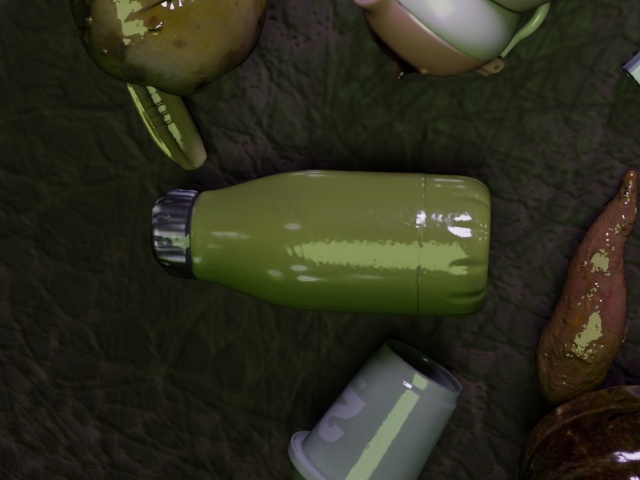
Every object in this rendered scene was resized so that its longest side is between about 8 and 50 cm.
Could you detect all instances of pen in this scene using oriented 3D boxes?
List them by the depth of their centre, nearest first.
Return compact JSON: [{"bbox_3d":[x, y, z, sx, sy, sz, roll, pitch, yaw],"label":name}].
[{"bbox_3d":[-0.155,-0.158,0.902,0.040,0.032,0.233,-18,106,38],"label":"pen"}]

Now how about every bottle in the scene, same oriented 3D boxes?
[{"bbox_3d":[0.121,-0.211,0.791,0.147,0.147,0.236,39,117,-7],"label":"bottle"},{"bbox_3d":[0.000,0.000,0.892,0.260,0.112,0.112,3,110,7],"label":"bottle"}]

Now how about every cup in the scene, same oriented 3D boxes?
[{"bbox_3d":[0.051,0.160,0.946,0.120,0.120,0.141,34,101,-5],"label":"cup"}]

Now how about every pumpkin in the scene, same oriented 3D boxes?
[{"bbox_3d":[0.258,0.280,0.931,0.221,0.139,0.317,6,114,-2],"label":"pumpkin"}]

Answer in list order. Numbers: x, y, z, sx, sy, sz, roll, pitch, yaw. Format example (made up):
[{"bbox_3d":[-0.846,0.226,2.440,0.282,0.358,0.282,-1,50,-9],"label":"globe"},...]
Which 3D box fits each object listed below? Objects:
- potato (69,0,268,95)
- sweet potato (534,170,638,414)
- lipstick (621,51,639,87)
[{"bbox_3d":[-0.120,-0.203,0.813,0.137,0.154,0.200,-25,101,9],"label":"potato"},{"bbox_3d":[0.217,0.055,0.910,0.068,0.068,0.226,14,110,2],"label":"sweet potato"},{"bbox_3d":[0.275,-0.154,0.849,0.107,0.025,0.025,-42,99,13],"label":"lipstick"}]
